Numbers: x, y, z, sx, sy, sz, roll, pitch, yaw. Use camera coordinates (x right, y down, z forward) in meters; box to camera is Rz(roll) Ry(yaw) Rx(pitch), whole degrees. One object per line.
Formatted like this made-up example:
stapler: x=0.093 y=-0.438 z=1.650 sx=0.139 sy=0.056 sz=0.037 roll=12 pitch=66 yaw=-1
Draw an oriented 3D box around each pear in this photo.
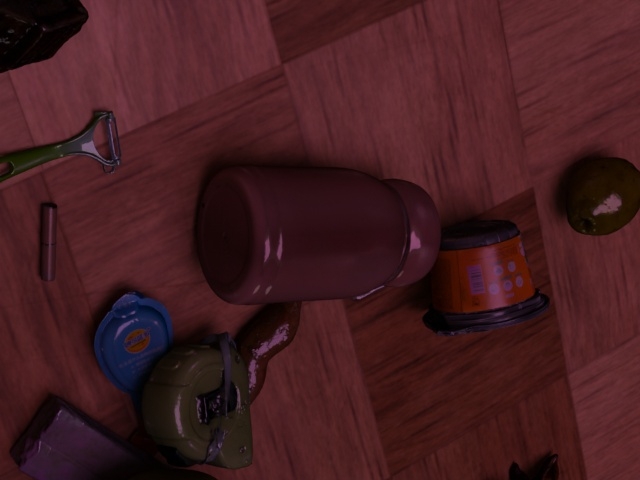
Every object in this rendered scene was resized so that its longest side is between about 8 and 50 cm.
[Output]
pear: x=0.409 y=-0.065 z=2.172 sx=0.131 sy=0.107 sz=0.107 roll=-48 pitch=126 yaw=-21

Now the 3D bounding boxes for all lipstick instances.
lipstick: x=-0.324 y=0.002 z=1.795 sx=0.019 sy=0.019 sz=0.094 roll=-5 pitch=111 yaw=-30

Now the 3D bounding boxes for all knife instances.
knife: x=-0.311 y=-0.098 z=1.759 sx=0.166 sy=0.022 sz=0.078 roll=-19 pitch=111 yaw=-26

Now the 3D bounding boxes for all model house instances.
model house: x=-0.348 y=-0.240 z=1.649 sx=0.165 sy=0.106 sz=0.152 roll=-36 pitch=146 yaw=28

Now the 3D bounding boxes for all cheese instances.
cheese: x=-0.225 y=0.172 z=1.913 sx=0.106 sy=0.037 sz=0.256 roll=-23 pitch=126 yaw=-21

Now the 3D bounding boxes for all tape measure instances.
tape measure: x=-0.152 y=0.207 z=1.896 sx=0.154 sy=0.087 sz=0.178 roll=-6 pitch=95 yaw=-46

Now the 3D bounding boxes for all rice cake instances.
rice cake: x=-0.262 y=0.306 z=1.929 sx=0.106 sy=0.050 sz=0.298 roll=-49 pitch=127 yaw=3

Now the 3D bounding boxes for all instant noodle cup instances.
instant noodle cup: x=0.217 y=0.043 z=2.066 sx=0.208 sy=0.177 sz=0.126 roll=-30 pitch=112 yaw=-62

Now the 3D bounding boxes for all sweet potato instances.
sweet potato: x=-0.092 y=0.164 z=1.981 sx=0.065 sy=0.051 sz=0.218 roll=31 pitch=92 yaw=-22

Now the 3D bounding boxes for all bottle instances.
bottle: x=0.000 y=0.000 z=1.914 sx=0.296 sy=0.173 sz=0.206 roll=-3 pitch=141 yaw=-33

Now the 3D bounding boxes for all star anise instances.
star anise: x=0.317 y=0.422 z=2.342 sx=0.158 sy=0.144 sz=0.140 roll=-27 pitch=76 yaw=-28

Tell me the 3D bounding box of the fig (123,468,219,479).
fig: x=-0.190 y=0.410 z=1.901 sx=0.233 sy=0.314 sz=0.233 roll=3 pitch=73 yaw=-8
